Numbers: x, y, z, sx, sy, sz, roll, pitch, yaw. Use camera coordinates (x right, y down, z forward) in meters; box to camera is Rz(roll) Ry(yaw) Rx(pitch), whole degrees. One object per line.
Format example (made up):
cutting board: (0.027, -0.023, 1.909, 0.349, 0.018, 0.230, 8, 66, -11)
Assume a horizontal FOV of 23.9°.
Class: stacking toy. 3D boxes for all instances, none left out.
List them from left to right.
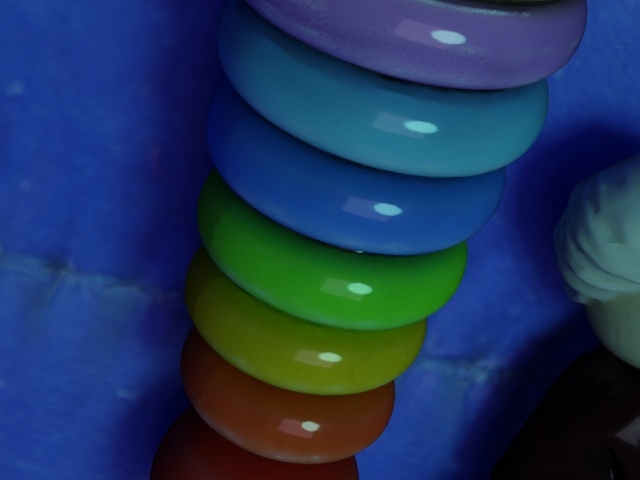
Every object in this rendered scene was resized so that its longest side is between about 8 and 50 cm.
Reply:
stacking toy: (0.000, 0.000, 0.585, 0.141, 0.141, 0.330, 7, 121, -18)

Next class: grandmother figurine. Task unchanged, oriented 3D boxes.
grandmother figurine: (0.170, 0.109, 0.692, 0.208, 0.104, 0.342, -21, 122, -11)
